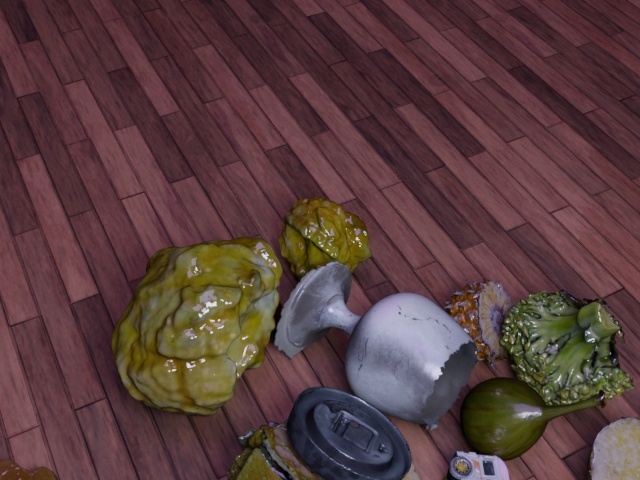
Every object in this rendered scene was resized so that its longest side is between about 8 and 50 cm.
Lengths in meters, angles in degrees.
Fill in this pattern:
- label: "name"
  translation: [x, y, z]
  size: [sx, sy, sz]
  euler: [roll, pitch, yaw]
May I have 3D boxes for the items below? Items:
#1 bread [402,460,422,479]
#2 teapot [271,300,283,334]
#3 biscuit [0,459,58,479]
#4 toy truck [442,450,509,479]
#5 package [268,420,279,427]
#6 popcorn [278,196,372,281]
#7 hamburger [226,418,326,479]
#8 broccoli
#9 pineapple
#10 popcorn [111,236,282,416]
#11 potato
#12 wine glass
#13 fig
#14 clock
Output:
- label: "bread"
  translation: [0.122, 0.431, 1.303]
  size: [0.119, 0.084, 0.177]
  euler: [-8, 39, -12]
- label: "teapot"
  translation: [-0.123, 0.142, 1.570]
  size: [0.098, 0.078, 0.129]
  euler: [-15, 50, -13]
- label: "biscuit"
  translation: [-0.477, 0.482, 1.283]
  size: [0.289, 0.044, 0.202]
  euler: [29, 53, 25]
- label: "toy truck"
  translation: [0.269, 0.463, 1.274]
  size: [0.114, 0.098, 0.227]
  euler: [1, 50, -4]
- label: "package"
  translation: [-0.044, 0.355, 1.420]
  size: [0.110, 0.015, 0.037]
  euler: [9, 49, 9]
- label: "popcorn"
  translation: [0.003, 0.000, 1.639]
  size: [0.155, 0.197, 0.197]
  euler: [-23, 50, -40]
- label: "hamburger"
  translation: [-0.048, 0.423, 1.237]
  size: [0.288, 0.192, 0.168]
  euler: [47, 27, 26]
- label: "broccoli"
  translation: [0.432, 0.207, 1.416]
  size: [0.180, 0.273, 0.242]
  euler: [-32, 71, -3]
- label: "pineapple"
  translation: [0.290, 0.166, 1.536]
  size: [0.137, 0.161, 0.176]
  euler: [-14, 39, 40]
- label: "popcorn"
  translation: [-0.241, 0.143, 1.423]
  size: [0.292, 0.293, 0.334]
  euler: [14, 48, 14]
- label: "potato"
  translation: [0.564, 0.432, 1.294]
  size: [0.299, 0.116, 0.239]
  euler: [16, 55, -1]
- label: "wine glass"
  translation: [0.110, 0.190, 1.436]
  size: [0.323, 0.238, 0.238]
  euler: [27, 53, 33]
- label: "fig"
  translation: [0.360, 0.307, 1.324]
  size: [0.259, 0.151, 0.151]
  euler: [-8, 32, 49]
- label: "clock"
  translation: [0.046, 0.325, 1.271]
  size: [0.215, 0.042, 0.215]
  euler: [25, 19, -10]
